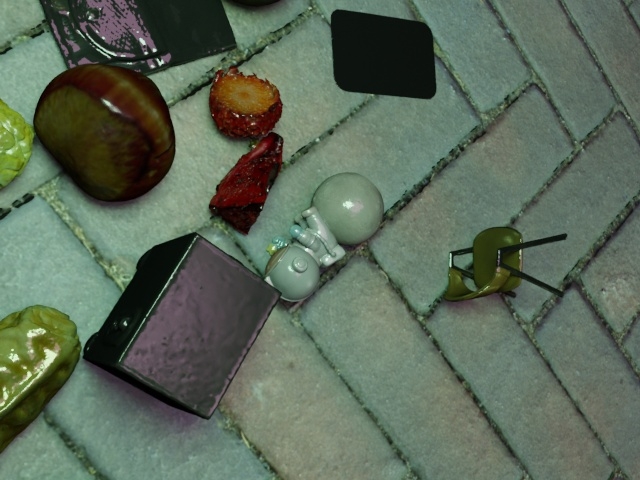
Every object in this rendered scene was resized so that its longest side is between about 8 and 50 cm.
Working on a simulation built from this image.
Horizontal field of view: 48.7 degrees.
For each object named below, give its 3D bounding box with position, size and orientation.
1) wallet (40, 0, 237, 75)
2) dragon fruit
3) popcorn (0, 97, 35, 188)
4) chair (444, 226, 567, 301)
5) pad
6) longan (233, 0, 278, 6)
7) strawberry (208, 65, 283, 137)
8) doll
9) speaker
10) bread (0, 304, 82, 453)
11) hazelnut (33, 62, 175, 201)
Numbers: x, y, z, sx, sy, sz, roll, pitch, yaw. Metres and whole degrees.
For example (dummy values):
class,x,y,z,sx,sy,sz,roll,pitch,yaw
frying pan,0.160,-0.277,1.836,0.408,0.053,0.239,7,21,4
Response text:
class,x,y,z,sx,sy,sz,roll,pitch,yaw
wallet,-0.327,-0.421,1.259,0.323,0.041,0.247,-26,98,-31
dragon fruit,-0.127,-0.121,1.293,0.092,0.122,0.192,27,74,-8
popcorn,-0.510,-0.148,1.074,0.162,0.135,0.141,-40,111,-28
chair,0.385,0.057,1.526,0.247,0.159,0.172,8,83,-29
pad,0.141,-0.401,1.531,0.267,0.004,0.181,0,85,-28
longan,-0.119,-0.531,1.297,0.220,0.196,0.196,-24,96,-43
strawberry,-0.140,-0.247,1.300,0.145,0.086,0.145,2,55,-4
doll,0.000,0.000,1.336,0.151,0.151,0.287,47,70,-16
speaker,-0.230,0.130,1.127,0.184,0.254,0.232,37,69,-21
bread,-0.474,0.214,1.058,0.267,0.130,0.152,-47,143,-25
hazelnut,-0.332,-0.179,1.146,0.229,0.229,0.229,3,83,-28
